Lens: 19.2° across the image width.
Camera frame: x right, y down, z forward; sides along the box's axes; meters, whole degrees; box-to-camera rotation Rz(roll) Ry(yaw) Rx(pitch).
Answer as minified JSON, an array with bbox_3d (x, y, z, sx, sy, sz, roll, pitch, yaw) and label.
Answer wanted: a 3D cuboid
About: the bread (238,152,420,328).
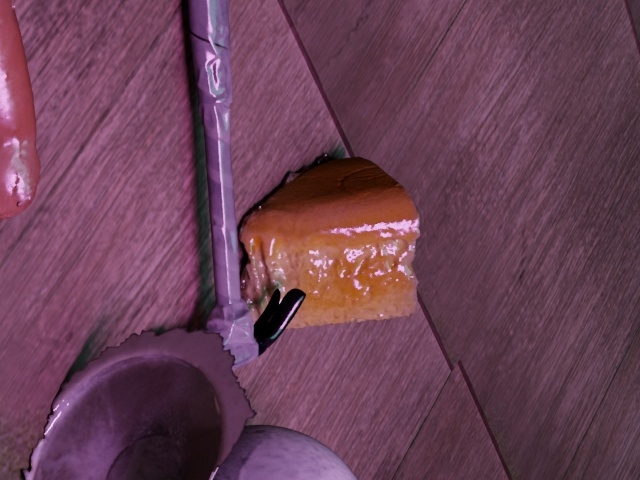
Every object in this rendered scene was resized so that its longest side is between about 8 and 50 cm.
[{"bbox_3d":[0.000,0.000,1.775,0.160,0.169,0.140,-106,-169,-67],"label":"bread"}]

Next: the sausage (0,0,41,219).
[{"bbox_3d":[-0.247,-0.157,1.327,0.078,0.078,0.304,-40,132,-44],"label":"sausage"}]

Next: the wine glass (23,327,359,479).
[{"bbox_3d":[-0.076,0.243,1.577,0.323,0.238,0.238,45,62,-49],"label":"wine glass"}]

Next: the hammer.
[{"bbox_3d":[-0.094,-0.090,1.597,0.152,0.044,0.427,-18,112,-37],"label":"hammer"}]
